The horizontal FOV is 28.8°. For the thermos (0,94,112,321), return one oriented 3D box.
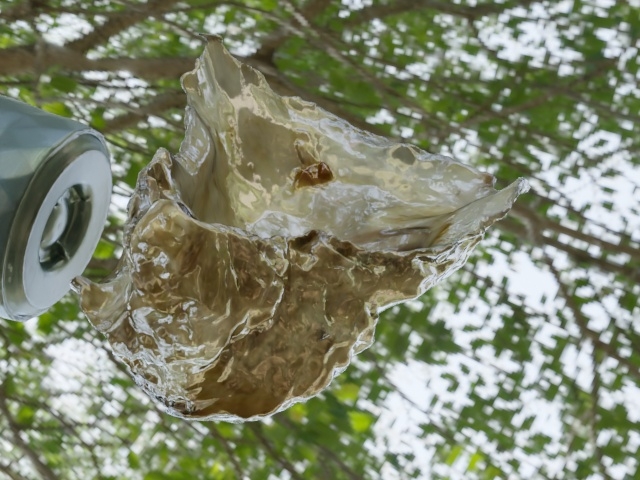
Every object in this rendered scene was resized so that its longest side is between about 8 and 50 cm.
[{"bbox_3d":[-0.305,-0.042,0.882,0.145,0.286,0.182,-8,-63,-76],"label":"thermos"}]

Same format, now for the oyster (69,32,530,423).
[{"bbox_3d":[-0.016,-0.002,0.515,0.233,0.161,0.107,-40,-34,-61],"label":"oyster"}]
